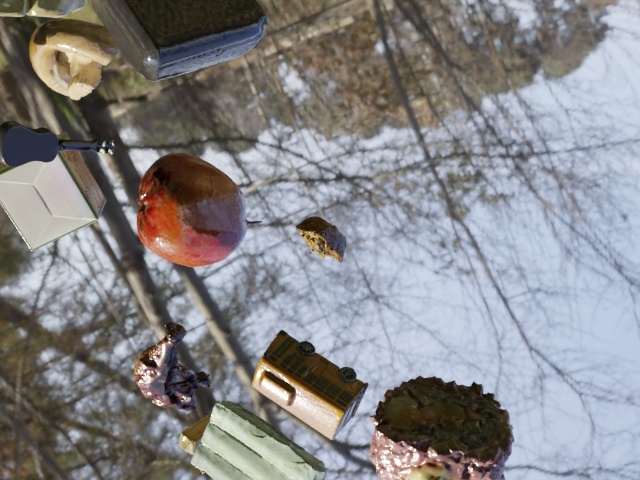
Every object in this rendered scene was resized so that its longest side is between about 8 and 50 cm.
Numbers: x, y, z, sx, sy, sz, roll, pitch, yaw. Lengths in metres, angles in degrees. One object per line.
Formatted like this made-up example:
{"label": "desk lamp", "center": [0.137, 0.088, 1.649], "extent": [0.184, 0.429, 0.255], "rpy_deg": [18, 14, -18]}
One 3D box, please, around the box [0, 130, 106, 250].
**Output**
{"label": "box", "center": [-0.620, -0.115, 1.981], "extent": [0.177, 0.195, 0.148], "rpy_deg": [-25, -158, 4]}

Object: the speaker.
{"label": "speaker", "center": [-0.257, -0.352, 1.149], "extent": [0.180, 0.388, 0.184], "rpy_deg": [-25, 162, -32]}

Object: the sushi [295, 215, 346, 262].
{"label": "sushi", "center": [0.002, 0.000, 1.511], "extent": [0.060, 0.118, 0.061], "rpy_deg": [-63, -160, -18]}

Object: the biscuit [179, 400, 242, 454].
{"label": "biscuit", "center": [-0.254, 0.436, 2.031], "extent": [0.056, 0.052, 0.188], "rpy_deg": [23, -154, 25]}

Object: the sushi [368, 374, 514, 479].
{"label": "sushi", "center": [0.219, 0.387, 1.625], "extent": [0.270, 0.171, 0.236], "rpy_deg": [10, -149, 5]}

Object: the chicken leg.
{"label": "chicken leg", "center": [-0.196, 0.168, 1.122], "extent": [0.089, 0.219, 0.048], "rpy_deg": [-19, -124, -6]}

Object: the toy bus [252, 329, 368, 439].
{"label": "toy bus", "center": [-0.027, 0.268, 1.610], "extent": [0.201, 0.098, 0.114], "rpy_deg": [31, -142, 15]}

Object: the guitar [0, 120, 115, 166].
{"label": "guitar", "center": [-0.515, -0.188, 1.725], "extent": [0.038, 0.084, 0.271], "rpy_deg": [23, -162, 38]}

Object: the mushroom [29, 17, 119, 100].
{"label": "mushroom", "center": [-0.545, -0.401, 1.854], "extent": [0.285, 0.151, 0.156], "rpy_deg": [-16, -120, 51]}

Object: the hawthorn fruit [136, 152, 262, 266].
{"label": "hawthorn fruit", "center": [-0.262, -0.066, 1.960], "extent": [0.300, 0.254, 0.254], "rpy_deg": [2, -177, -30]}

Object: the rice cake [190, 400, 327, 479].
{"label": "rice cake", "center": [-0.086, 0.318, 1.219], "extent": [0.211, 0.124, 0.038], "rpy_deg": [31, -166, 35]}

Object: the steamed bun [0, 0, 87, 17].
{"label": "steamed bun", "center": [-0.471, -0.418, 1.386], "extent": [0.192, 0.106, 0.177], "rpy_deg": [4, -159, -8]}
